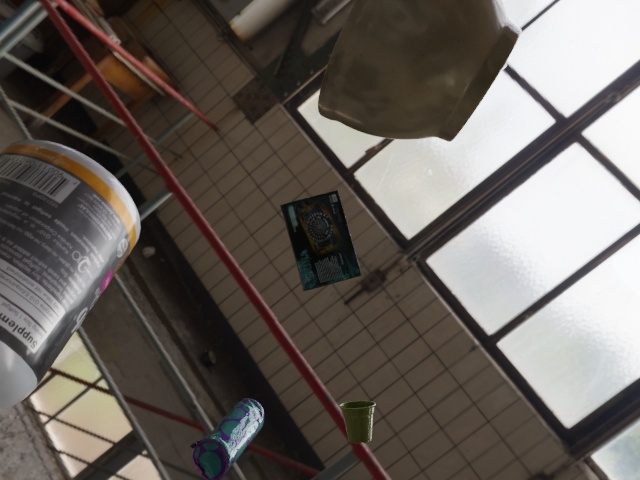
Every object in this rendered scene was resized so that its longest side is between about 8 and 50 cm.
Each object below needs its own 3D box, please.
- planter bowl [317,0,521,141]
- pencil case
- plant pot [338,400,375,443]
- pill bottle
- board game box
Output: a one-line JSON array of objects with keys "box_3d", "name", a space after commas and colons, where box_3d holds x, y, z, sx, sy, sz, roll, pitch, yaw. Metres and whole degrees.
[{"box_3d": [0.085, -0.147, 0.373, 0.109, 0.162, 0.162, 30, 4, 3], "name": "planter bowl"}, {"box_3d": [-0.145, 0.314, 0.751, 0.064, 0.070, 0.152, 58, 17, 4], "name": "pencil case"}, {"box_3d": [0.086, 0.407, 1.044, 0.083, 0.083, 0.079, 30, 54, -76], "name": "plant pot"}, {"box_3d": [-0.298, 0.047, 0.418, 0.162, 0.162, 0.278, 48, 40, -29], "name": "pill bottle"}, {"box_3d": [0.000, 0.000, 0.967, 0.026, 0.126, 0.186, 128, -53, -80], "name": "board game box"}]
